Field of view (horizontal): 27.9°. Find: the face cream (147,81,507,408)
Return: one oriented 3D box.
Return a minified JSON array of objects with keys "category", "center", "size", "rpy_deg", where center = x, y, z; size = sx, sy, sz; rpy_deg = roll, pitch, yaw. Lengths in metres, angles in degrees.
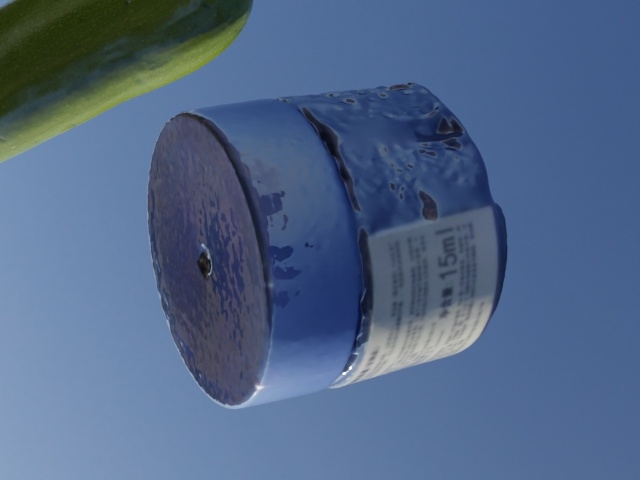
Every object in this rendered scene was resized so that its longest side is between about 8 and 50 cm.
[{"category":"face cream","center":[0.000,0.000,1.083],"size":[0.249,0.225,0.249],"rpy_deg":[28,-58,57]}]

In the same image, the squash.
[{"category":"squash","center":[-0.119,-0.077,0.565],"size":[0.066,0.201,0.066],"rpy_deg":[56,-12,19]}]
